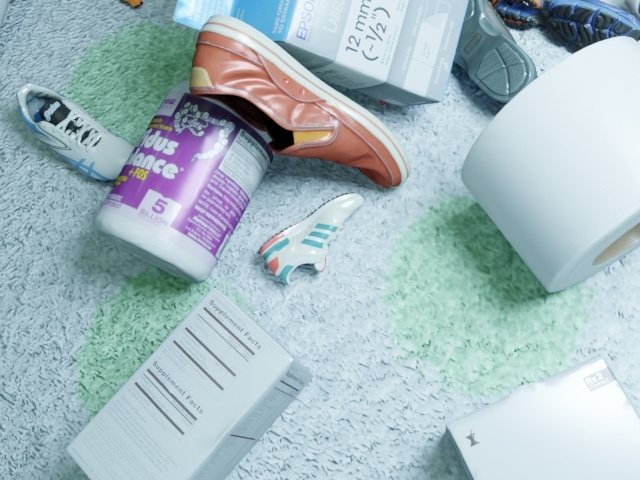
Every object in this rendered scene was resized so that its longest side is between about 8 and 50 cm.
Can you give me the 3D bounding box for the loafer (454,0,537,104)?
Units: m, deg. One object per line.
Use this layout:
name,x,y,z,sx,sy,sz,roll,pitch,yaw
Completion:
loafer,0.226,-0.289,0.893,0.096,0.084,0.267,-41,60,29

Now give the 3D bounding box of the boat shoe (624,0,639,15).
boat shoe,0.590,-0.353,0.803,0.341,0.127,0.158,-25,60,1

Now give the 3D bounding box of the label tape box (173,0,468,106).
label tape box,0.021,-0.340,0.782,0.348,0.115,0.249,13,93,-28

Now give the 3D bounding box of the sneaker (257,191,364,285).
sneaker,0.000,0.000,0.839,0.161,0.057,0.075,-32,84,-3

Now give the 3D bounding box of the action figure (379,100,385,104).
action figure,0.099,-0.255,0.921,0.038,0.030,0.115,6,76,19

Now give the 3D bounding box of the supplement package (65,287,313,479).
supplement package,-0.145,0.201,0.741,0.134,0.139,0.244,39,80,20

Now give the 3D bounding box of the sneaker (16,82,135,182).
sneaker,-0.378,-0.165,0.952,0.237,0.086,0.085,31,77,18

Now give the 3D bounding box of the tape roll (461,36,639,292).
tape roll,0.307,-0.077,0.698,0.246,0.246,0.169,-32,67,-2

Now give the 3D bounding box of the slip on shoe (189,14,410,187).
slip on shoe,-0.021,-0.144,0.777,0.123,0.331,0.101,16,79,57

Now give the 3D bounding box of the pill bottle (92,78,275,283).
pill bottle,-0.161,-0.108,0.842,0.169,0.169,0.301,21,75,18

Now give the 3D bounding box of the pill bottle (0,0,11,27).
pill bottle,-0.594,-0.546,1.071,0.204,0.204,0.361,2,71,12

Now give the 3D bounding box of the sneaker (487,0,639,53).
sneaker,0.349,-0.335,0.875,0.221,0.083,0.087,31,71,17

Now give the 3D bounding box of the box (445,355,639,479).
box,0.252,0.245,0.657,0.181,0.119,0.182,-25,67,2

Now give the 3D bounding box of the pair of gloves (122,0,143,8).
pair of gloves,-0.313,-0.443,1.081,0.083,0.010,0.074,-40,66,-8
